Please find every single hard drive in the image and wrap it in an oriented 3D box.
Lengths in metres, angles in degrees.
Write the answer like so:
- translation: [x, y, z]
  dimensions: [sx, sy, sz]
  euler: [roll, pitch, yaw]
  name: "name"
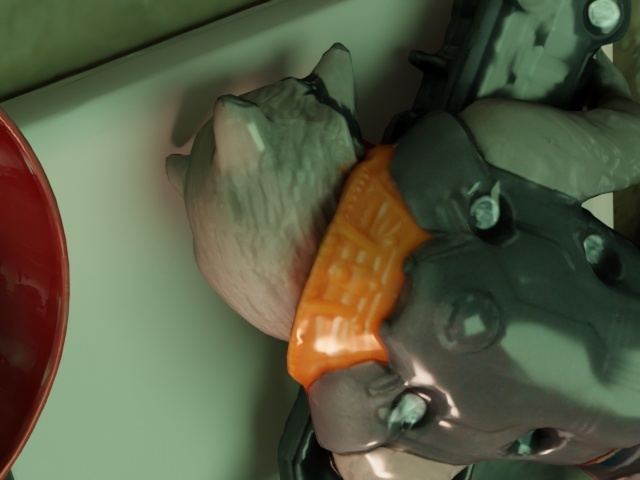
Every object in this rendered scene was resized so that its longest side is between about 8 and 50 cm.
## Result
- translation: [0.000, 0.000, 0.560]
  dimensions: [0.307, 0.040, 0.203]
  euler: [-26, 125, -28]
  name: "hard drive"

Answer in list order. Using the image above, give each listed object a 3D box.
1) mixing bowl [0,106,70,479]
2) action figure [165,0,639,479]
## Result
- translation: [-0.173, 0.013, 0.381]
  dimensions: [0.181, 0.098, 0.181]
  euler: [-19, 122, -32]
  name: "mixing bowl"
- translation: [0.114, -0.010, 0.471]
  dimensions: [0.330, 0.178, 0.341]
  euler: [12, 95, -10]
  name: "action figure"
